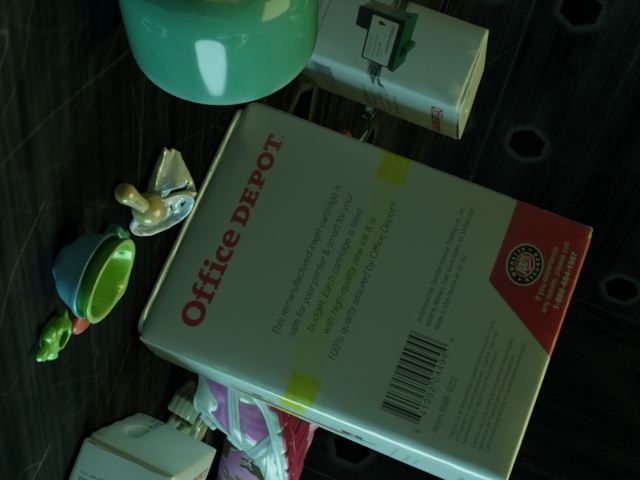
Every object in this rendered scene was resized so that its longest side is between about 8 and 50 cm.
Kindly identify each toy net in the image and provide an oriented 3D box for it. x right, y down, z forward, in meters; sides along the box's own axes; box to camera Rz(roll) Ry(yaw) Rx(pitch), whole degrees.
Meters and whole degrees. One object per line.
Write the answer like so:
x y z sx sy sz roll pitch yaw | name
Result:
-0.152 0.006 0.816 0.232 0.045 0.122 -56 165 -55 | toy net

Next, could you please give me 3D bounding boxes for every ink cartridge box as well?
0.046 0.060 1.052 0.160 0.385 0.279 92 21 -74 | ink cartridge box
0.062 -0.198 1.062 0.160 0.220 0.092 32 79 -82 | ink cartridge box
-0.209 0.312 1.018 0.172 0.100 0.237 17 94 -82 | ink cartridge box

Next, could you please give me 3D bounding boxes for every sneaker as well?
-0.091 0.194 1.207 0.103 0.111 0.252 -48 123 -66 | sneaker

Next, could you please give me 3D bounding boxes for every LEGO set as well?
0.007 -0.109 1.590 0.244 0.060 0.182 -60 177 32 | LEGO set

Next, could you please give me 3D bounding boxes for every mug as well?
-0.075 -0.176 0.646 0.129 0.158 0.097 -39 158 -20 | mug

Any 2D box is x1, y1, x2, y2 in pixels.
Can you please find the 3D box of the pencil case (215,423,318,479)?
-0.098 0.392 1.738 0.160 0.167 0.386 -110 -151 -50 | pencil case

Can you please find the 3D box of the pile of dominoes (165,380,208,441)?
-0.210 0.297 1.277 0.251 0.040 0.196 -62 173 10 | pile of dominoes
